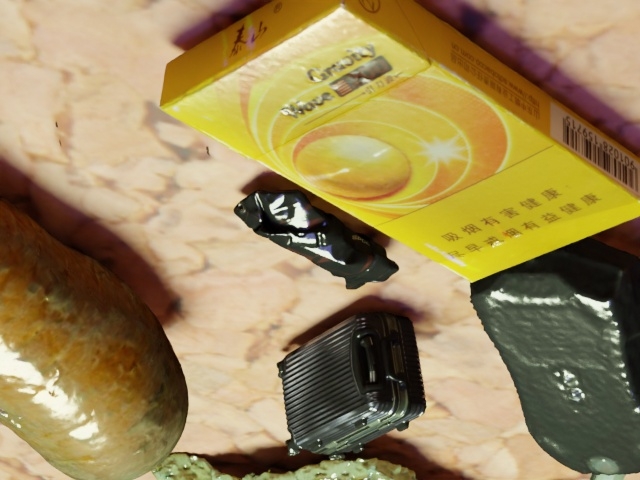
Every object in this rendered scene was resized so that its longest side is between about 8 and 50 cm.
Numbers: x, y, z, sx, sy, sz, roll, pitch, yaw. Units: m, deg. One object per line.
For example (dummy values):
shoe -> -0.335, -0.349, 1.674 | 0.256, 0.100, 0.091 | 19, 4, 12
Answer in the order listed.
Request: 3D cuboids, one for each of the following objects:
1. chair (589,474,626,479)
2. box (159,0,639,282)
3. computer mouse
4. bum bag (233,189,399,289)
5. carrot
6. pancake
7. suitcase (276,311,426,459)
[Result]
chair -> 0.336, 0.166, 1.217 | 0.203, 0.190, 0.275 | 20, 174, -23
box -> 0.056, -0.061, 1.001 | 0.152, 0.043, 0.269 | -25, 139, 39
computer mouse -> 0.182, 0.073, 1.166 | 0.122, 0.073, 0.217 | 1, 135, 30
bum bag -> 0.000, -0.001, 1.117 | 0.058, 0.034, 0.124 | -14, 145, 44
carrot -> -0.197, 0.057, 1.152 | 0.139, 0.138, 0.302 | -11, 145, 24
pancake -> 0.038, 0.224, 1.479 | 0.377, 0.054, 0.197 | 6, 151, -7
suitcase -> 0.022, 0.107, 1.247 | 0.059, 0.086, 0.126 | 8, 153, -36
